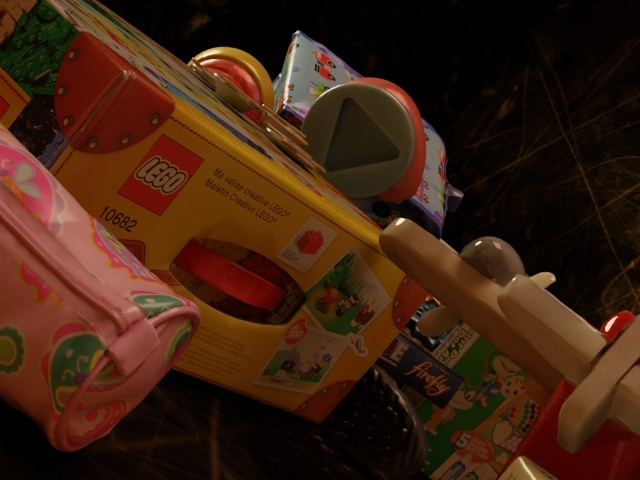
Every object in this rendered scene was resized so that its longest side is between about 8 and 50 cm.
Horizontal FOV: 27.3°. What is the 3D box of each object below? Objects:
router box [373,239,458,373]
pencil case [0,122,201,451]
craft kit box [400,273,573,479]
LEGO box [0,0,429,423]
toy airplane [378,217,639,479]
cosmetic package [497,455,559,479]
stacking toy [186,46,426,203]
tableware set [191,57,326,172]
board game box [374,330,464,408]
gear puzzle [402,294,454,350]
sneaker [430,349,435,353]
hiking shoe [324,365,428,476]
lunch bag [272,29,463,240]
[{"bbox_3d":[0.000,0.000,1.768,0.335,0.082,0.301,39,31,-1],"label":"router box"},{"bbox_3d":[-0.206,-0.005,0.795,0.284,0.124,0.124,43,6,15],"label":"pencil case"},{"bbox_3d":[0.226,0.189,1.492,0.250,0.246,0.061,36,5,-26],"label":"craft kit box"},{"bbox_3d":[-0.174,-0.066,1.162,0.372,0.193,0.500,42,6,33],"label":"LEGO box"},{"bbox_3d":[0.241,0.138,1.057,0.384,0.272,0.386,-4,-65,54],"label":"toy airplane"},{"bbox_3d":[0.148,0.267,0.781,0.113,0.160,0.309,37,5,-11],"label":"cosmetic package"},{"bbox_3d":[-0.042,-0.068,1.531,0.309,0.279,0.130,9,14,9],"label":"stacking toy"},{"bbox_3d":[-0.059,-0.122,1.263,0.141,0.020,0.169,38,4,-20],"label":"tableware set"},{"bbox_3d":[0.032,0.082,1.439,0.165,0.042,0.243,36,0,-35],"label":"board game box"},{"bbox_3d":[0.107,0.010,1.743,0.175,0.044,0.339,25,34,-23],"label":"gear puzzle"},{"bbox_3d":[0.218,0.263,1.668,0.299,0.121,0.112,38,35,-27],"label":"sneaker"},{"bbox_3d":[0.044,0.160,1.348,0.227,0.086,0.114,42,9,38],"label":"hiking shoe"},{"bbox_3d":[0.061,-0.118,1.745,0.293,0.138,0.221,25,33,-12],"label":"lunch bag"}]
